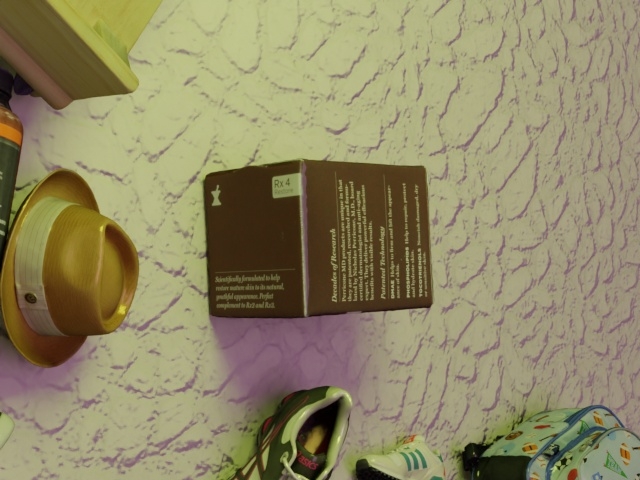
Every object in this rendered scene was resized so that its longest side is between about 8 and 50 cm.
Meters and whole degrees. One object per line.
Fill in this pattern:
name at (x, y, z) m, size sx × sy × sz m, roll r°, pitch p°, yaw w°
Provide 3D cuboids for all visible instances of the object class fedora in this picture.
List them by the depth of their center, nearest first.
fedora at (-0.225, 0.030, 0.981) m, size 0.194 × 0.079 × 0.194 m, roll 6°, pitch 90°, yaw -74°

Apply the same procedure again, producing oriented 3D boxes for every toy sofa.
toy sofa at (-0.200, -0.309, 0.994) m, size 0.150 × 0.177 × 0.362 m, roll 50°, pitch 56°, yaw -39°

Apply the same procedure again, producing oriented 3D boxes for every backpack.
backpack at (0.364, 0.359, 1.474) m, size 0.263 × 0.213 × 0.276 m, roll -32°, pitch 106°, yaw -50°

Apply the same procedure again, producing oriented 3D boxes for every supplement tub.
supplement tub at (-0.325, -0.060, 0.926) m, size 0.106 × 0.106 × 0.197 m, roll 16°, pitch 76°, yaw -41°

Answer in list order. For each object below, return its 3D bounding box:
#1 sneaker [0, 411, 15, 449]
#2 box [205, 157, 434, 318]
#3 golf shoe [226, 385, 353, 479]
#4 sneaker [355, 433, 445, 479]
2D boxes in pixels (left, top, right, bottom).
sneaker at (-0.363, 0.196, 0.868) m, size 0.121 × 0.079 × 0.217 m, roll 42°, pitch 34°, yaw -11°
box at (0.000, 0.000, 1.177) m, size 0.203 × 0.168 × 0.167 m, roll -1°, pitch 89°, yaw -42°
golf shoe at (-0.051, 0.272, 1.131) m, size 0.105 × 0.120 × 0.272 m, roll 32°, pitch 61°, yaw -8°
sneaker at (0.104, 0.286, 1.339) m, size 0.161 × 0.057 × 0.075 m, roll 25°, pitch 54°, yaw -37°
